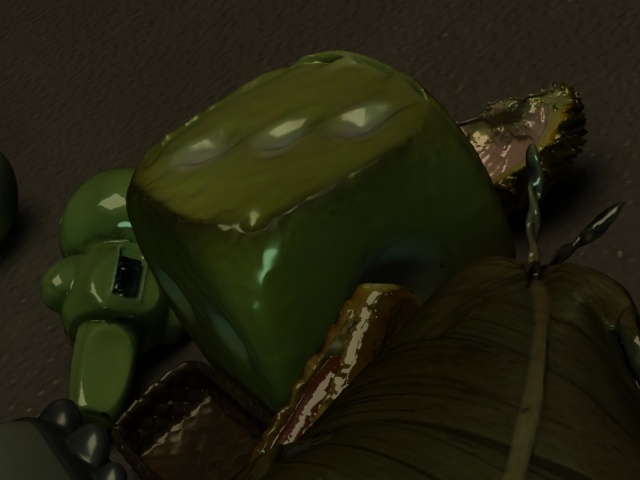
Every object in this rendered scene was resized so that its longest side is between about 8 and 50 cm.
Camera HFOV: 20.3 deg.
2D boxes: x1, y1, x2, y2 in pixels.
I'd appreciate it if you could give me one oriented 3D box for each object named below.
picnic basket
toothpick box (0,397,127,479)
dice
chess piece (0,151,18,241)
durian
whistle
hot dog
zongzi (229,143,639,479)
[{"bbox_3d":[-0.087,0.173,1.435,0.110,0.055,0.193,-41,35,-10],"label":"picnic basket"},{"bbox_3d":[-0.196,0.246,1.259,0.229,0.229,0.316,-31,33,-11],"label":"toothpick box"},{"bbox_3d":[0.000,0.000,1.469,0.238,0.227,0.233,-34,34,-15],"label":"dice"},{"bbox_3d":[-0.476,-0.030,1.882,0.330,0.182,0.182,-7,37,14],"label":"chess piece"},{"bbox_3d":[0.147,-0.065,1.612,0.224,0.078,0.140,-6,49,42],"label":"durian"},{"bbox_3d":[-0.189,0.053,1.635,0.141,0.141,0.294,-6,55,26],"label":"whistle"},{"bbox_3d":[-0.010,0.156,1.323,0.068,0.083,0.289,20,73,39],"label":"hot dog"},{"bbox_3d":[0.225,0.196,1.175,0.467,0.218,0.500,25,38,18],"label":"zongzi"}]
